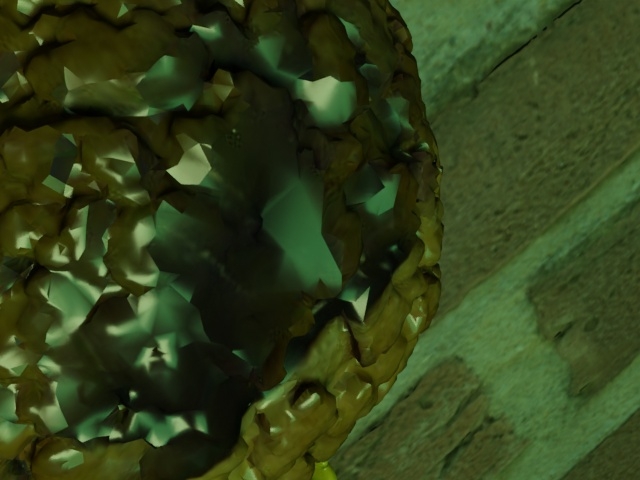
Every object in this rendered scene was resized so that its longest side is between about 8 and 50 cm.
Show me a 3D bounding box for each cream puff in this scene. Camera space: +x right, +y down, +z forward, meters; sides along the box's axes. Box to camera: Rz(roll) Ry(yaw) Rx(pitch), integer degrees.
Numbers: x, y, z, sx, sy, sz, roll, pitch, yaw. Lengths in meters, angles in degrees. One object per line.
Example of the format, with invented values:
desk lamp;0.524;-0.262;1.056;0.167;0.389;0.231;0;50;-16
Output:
cream puff;-0.099;-0.005;0.660;0.343;0.231;0.327;-6;108;-33

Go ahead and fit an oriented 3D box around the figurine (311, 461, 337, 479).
figurine;-0.079;0.100;0.878;0.130;0.109;0.178;-24;121;17
